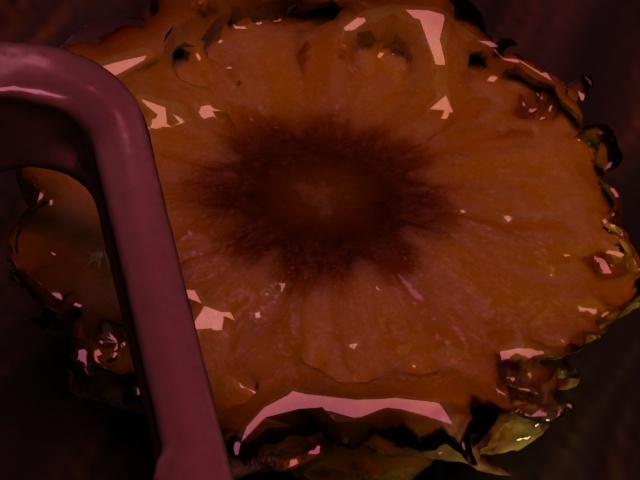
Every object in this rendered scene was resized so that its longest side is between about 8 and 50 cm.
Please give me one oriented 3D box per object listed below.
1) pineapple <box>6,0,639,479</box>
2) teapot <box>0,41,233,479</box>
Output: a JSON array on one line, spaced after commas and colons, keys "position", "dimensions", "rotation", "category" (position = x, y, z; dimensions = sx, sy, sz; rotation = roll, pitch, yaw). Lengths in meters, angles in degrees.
[{"position": [0.000, 0.000, 0.561], "dimensions": [0.225, 0.076, 0.225], "rotation": [4, 51, -5], "category": "pineapple"}, {"position": [-0.172, 0.054, 0.390], "dimensions": [0.300, 0.253, 0.344], "rotation": [-6, 49, -13], "category": "teapot"}]
